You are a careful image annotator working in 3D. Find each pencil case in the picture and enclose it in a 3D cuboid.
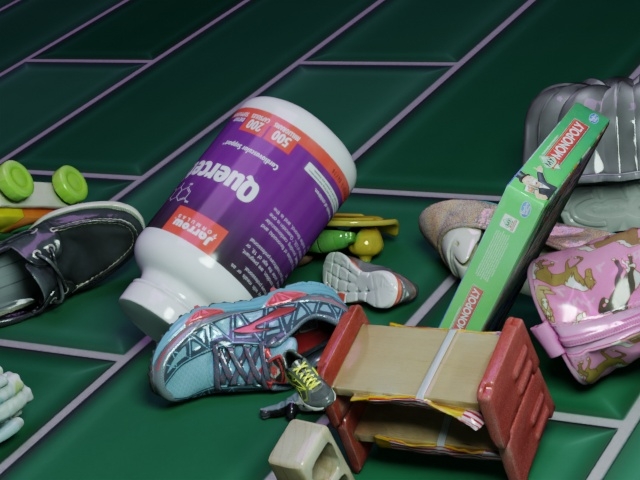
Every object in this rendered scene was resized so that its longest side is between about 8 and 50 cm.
[{"bbox_3d":[0.414,0.026,1.677,0.386,0.167,0.160,-22,62,19],"label":"pencil case"}]

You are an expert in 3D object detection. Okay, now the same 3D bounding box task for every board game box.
[{"bbox_3d":[0.202,0.023,1.719,0.046,0.317,0.213,31,38,11],"label":"board game box"}]

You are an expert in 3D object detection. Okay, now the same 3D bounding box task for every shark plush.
[{"bbox_3d":[0.013,0.177,1.800,0.161,0.073,0.067,-33,5,2],"label":"shark plush"}]

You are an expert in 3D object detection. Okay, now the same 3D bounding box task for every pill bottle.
[{"bbox_3d":[-0.108,-0.013,1.982,0.181,0.181,0.323,15,62,45],"label":"pill bottle"}]

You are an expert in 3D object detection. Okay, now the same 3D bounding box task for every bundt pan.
[{"bbox_3d":[0.417,-0.157,2.090,0.331,0.124,0.331,-7,7,1],"label":"bundt pan"}]

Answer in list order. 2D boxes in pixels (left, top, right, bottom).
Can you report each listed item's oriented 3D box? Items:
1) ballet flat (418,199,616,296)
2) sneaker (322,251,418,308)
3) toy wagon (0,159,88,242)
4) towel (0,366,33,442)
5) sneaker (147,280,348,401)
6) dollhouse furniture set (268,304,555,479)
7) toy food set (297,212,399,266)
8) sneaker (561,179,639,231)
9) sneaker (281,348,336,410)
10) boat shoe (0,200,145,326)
[{"bbox_3d":[0.234,0.018,1.945,0.316,0.107,0.106,8,41,38],"label":"ballet flat"},{"bbox_3d":[0.064,0.056,2.014,0.065,0.061,0.158,4,12,-39],"label":"sneaker"},{"bbox_3d":[-0.450,-0.018,2.238,0.267,0.068,0.344,-30,-15,26],"label":"toy wagon"},{"bbox_3d":[-0.566,0.238,1.859,0.374,0.090,0.321,-31,28,-35],"label":"towel"},{"bbox_3d":[-0.074,0.125,1.852,0.262,0.104,0.125,-22,30,-18],"label":"sneaker"},{"bbox_3d":[0.065,0.245,1.536,0.201,0.152,0.374,5,47,31],"label":"dollhouse furniture set"},{"bbox_3d":[0.000,0.000,2.139,0.218,0.071,0.128,3,5,25],"label":"toy food set"},{"bbox_3d":[0.430,-0.055,2.035,0.235,0.090,0.095,6,21,31],"label":"sneaker"},{"bbox_3d":[-0.016,0.136,1.547,0.031,0.035,0.083,-37,40,-14],"label":"sneaker"},{"bbox_3d":[-0.395,0.049,2.129,0.340,0.127,0.113,-16,26,-4],"label":"boat shoe"}]
